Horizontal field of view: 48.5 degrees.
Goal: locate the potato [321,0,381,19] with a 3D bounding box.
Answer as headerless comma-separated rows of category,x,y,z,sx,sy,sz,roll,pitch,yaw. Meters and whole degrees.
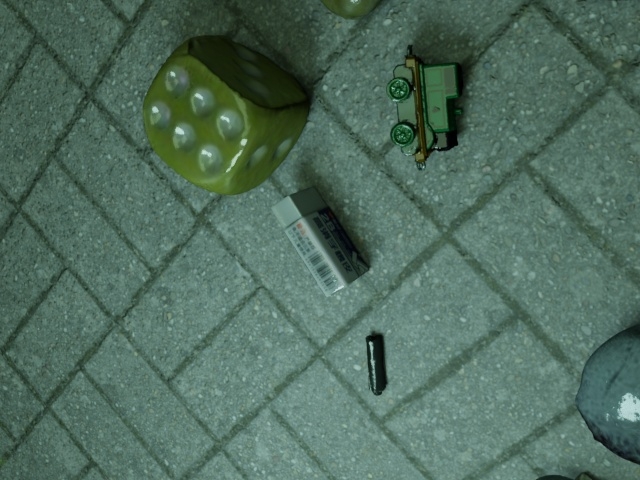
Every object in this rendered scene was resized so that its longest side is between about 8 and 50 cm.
potato,0.055,-0.507,1.246,0.178,0.160,0.235,41,142,54

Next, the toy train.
toy train,0.194,-0.241,1.284,0.136,0.091,0.227,-6,101,16

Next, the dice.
dice,-0.183,-0.242,1.382,0.238,0.233,0.226,42,118,11

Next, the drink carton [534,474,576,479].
drink carton,0.454,0.562,1.297,0.191,0.185,0.189,14,121,18

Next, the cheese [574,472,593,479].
cheese,0.430,0.615,1.425,0.085,0.034,0.400,40,117,12

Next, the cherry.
cherry,0.573,0.253,1.157,0.296,0.218,0.255,-5,108,32

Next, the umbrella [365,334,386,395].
umbrella,0.116,0.260,1.484,0.036,0.031,0.133,3,105,27

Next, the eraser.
eraser,0.000,0.000,1.419,0.068,0.124,0.210,-33,87,29
